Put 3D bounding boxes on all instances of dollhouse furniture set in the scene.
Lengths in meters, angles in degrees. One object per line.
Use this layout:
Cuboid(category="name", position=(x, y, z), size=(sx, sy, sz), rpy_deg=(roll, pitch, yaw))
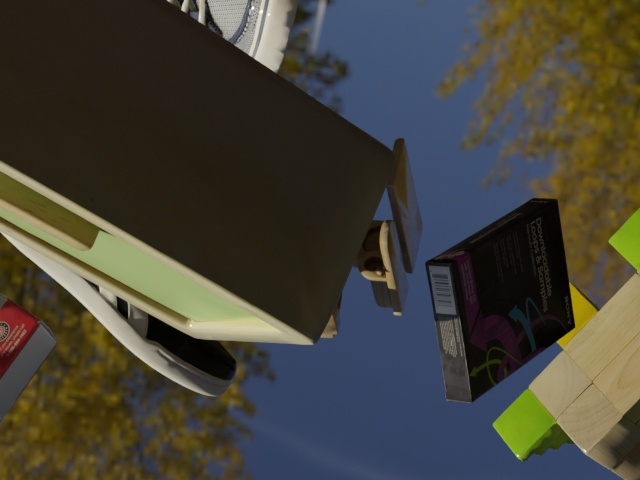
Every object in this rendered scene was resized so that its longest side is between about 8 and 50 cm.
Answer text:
Cuboid(category="dollhouse furniture set", position=(0.000, 0.000, 1.521), size=(0.151, 0.123, 0.144), rpy_deg=(2, -129, 15))

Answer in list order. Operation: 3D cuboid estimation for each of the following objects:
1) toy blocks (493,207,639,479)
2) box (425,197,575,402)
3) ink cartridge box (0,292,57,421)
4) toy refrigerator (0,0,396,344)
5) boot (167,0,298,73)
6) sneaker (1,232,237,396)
Cuboid(category="toy blocks", position=(0.380, 0.106, 1.564), size=(0.261, 0.381, 0.191), rpy_deg=(33, -167, -45))
Cuboid(category="box", position=(0.145, 0.044, 1.335), size=(0.029, 0.116, 0.162), rpy_deg=(3, -159, 38))
Cuboid(category="ink cartridge box", position=(-0.355, 0.089, 1.560), size=(0.175, 0.127, 0.072), rpy_deg=(31, 167, 15))
Cuboid(category="toy refrigerator", position=(-0.113, -0.054, 0.625), size=(0.269, 0.094, 0.102), rpy_deg=(32, 162, -28))
Cuboid(category="boot", position=(-0.066, -0.127, 0.932), size=(0.086, 0.069, 0.190), rpy_deg=(13, 175, -11))
Cuboid(category="sneaker", position=(-0.121, 0.005, 1.209), size=(0.217, 0.121, 0.079), rpy_deg=(40, -173, -4))
